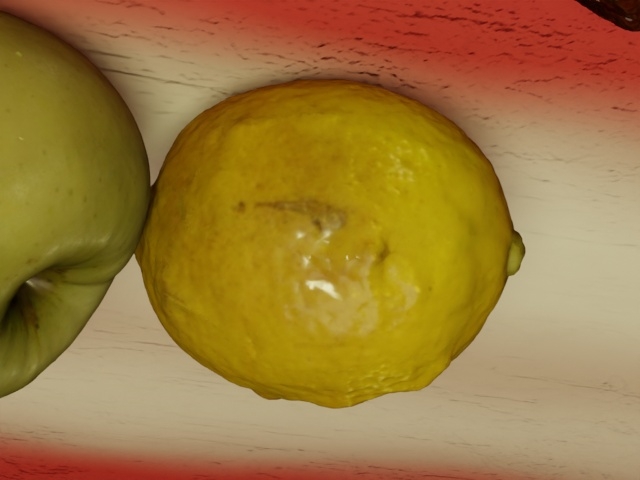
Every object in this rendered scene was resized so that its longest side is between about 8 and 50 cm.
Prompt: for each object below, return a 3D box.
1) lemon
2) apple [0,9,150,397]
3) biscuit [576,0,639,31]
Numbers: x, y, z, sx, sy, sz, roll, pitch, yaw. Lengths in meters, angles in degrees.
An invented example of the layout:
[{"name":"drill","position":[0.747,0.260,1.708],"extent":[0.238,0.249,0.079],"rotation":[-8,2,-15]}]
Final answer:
[{"name":"lemon","position":[0.000,0.000,0.964],"extent":[0.288,0.233,0.233],"rotation":[1,144,8]},{"name":"apple","position":[-0.248,-0.024,0.890],"extent":[0.262,0.262,0.262],"rotation":[-1,144,0]},{"name":"biscuit","position":[0.119,-0.185,0.770],"extent":[0.192,0.192,0.049],"rotation":[33,98,-37]}]
